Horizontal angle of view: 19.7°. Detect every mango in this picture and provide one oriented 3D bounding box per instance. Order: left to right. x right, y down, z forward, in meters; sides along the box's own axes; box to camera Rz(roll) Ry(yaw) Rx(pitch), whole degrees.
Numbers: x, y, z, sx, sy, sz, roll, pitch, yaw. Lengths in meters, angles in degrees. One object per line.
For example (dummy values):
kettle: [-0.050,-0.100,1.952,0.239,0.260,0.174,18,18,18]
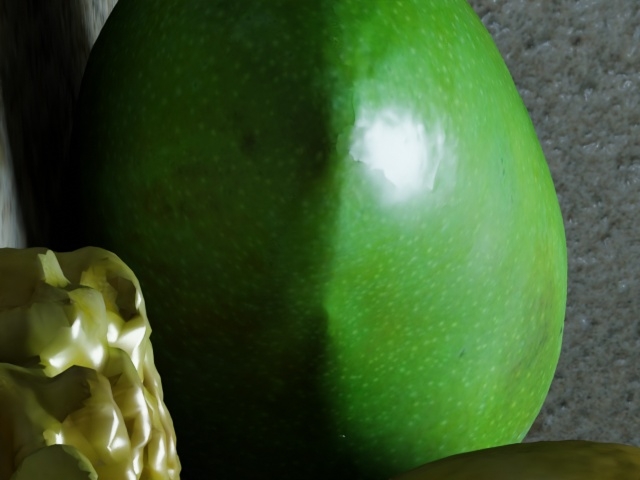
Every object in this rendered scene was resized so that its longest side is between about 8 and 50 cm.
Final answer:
mango: [0.000,0.000,0.727,0.382,0.201,0.225,81,14,-74]

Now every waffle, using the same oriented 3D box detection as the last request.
waffle: [-0.056,0.130,0.421,0.253,0.056,0.249,92,-6,-54]

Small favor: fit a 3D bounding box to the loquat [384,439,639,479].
loquat: [0.061,0.218,0.633,0.328,0.359,0.328,-40,145,-36]
